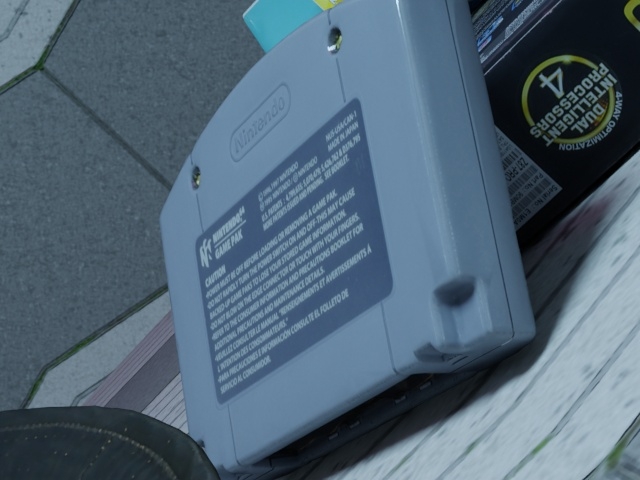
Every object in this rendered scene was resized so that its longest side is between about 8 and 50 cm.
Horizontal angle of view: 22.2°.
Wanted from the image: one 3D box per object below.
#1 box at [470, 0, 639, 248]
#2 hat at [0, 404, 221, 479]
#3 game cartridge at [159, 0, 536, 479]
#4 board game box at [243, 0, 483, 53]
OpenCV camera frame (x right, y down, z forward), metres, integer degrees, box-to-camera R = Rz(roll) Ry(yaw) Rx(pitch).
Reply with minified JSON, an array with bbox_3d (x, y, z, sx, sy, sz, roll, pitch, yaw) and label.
[{"bbox_3d":[0.195,-0.168,0.939,0.395,0.097,0.318,-45,9,22],"label":"box"},{"bbox_3d":[-0.108,0.200,0.490,0.331,0.134,0.331,-37,26,22],"label":"hat"},{"bbox_3d":[0.000,0.000,0.835,0.297,0.062,0.198,-37,54,56],"label":"game cartridge"},{"bbox_3d":[0.142,-0.225,1.152,0.336,0.079,0.253,-44,-26,21],"label":"board game box"}]
